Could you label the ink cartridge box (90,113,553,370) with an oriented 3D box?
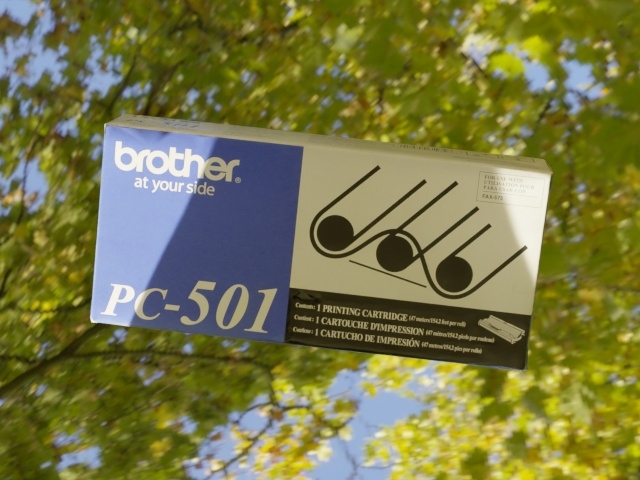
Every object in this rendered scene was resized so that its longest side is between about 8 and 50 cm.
[{"bbox_3d":[0.000,0.000,0.668,0.207,0.046,0.097,7,-79,3],"label":"ink cartridge box"}]
